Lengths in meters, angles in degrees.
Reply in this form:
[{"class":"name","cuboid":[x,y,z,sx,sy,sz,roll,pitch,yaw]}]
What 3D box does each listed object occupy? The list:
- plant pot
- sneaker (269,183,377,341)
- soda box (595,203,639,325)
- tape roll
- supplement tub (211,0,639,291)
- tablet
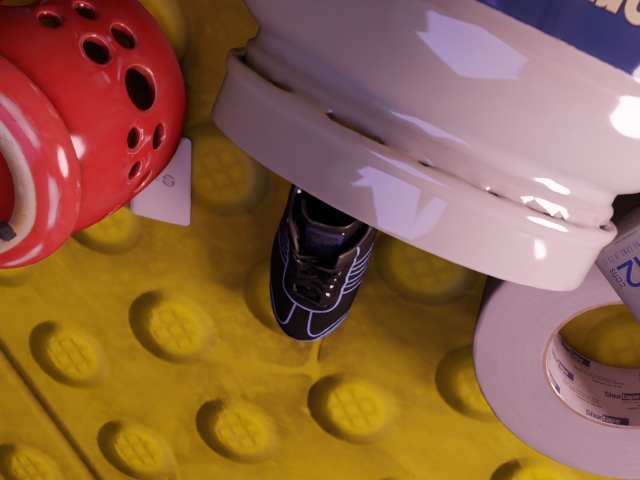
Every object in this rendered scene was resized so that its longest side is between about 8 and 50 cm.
[{"class":"plant pot","cuboid":[-0.216,-0.083,0.662,0.191,0.174,0.191,10,124,15]},{"class":"sneaker","cuboid":[0.000,0.000,0.696,0.081,0.090,0.232,19,125,6]},{"class":"soda box","cuboid":[0.292,-0.033,0.475,0.286,0.091,0.098,-37,88,37]},{"class":"tape roll","cuboid":[0.225,0.072,0.680,0.219,0.072,0.219,8,123,12]},{"class":"supplement tub","cuboid":[0.103,-0.166,0.414,0.235,0.235,0.325,25,104,2]},{"class":"tablet","cuboid":[-0.132,-0.052,0.759,0.054,0.006,0.083,13,125,10]}]
